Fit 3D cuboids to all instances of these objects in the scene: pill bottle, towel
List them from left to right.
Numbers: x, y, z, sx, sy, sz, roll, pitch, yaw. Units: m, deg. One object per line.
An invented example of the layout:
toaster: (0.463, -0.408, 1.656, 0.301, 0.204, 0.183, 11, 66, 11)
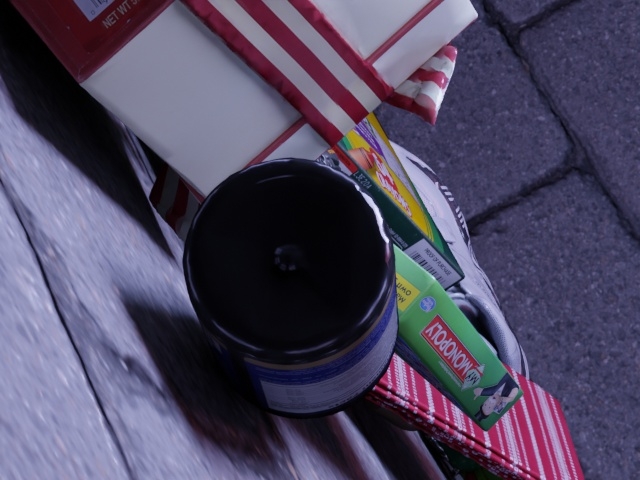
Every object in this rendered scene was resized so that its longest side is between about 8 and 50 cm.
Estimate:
pill bottle: (-0.013, 0.041, 1.203, 0.123, 0.123, 0.219, 60, -6, 17)
towel: (0.110, 0.127, 1.696, 0.275, 0.031, 0.199, 32, 21, -18)

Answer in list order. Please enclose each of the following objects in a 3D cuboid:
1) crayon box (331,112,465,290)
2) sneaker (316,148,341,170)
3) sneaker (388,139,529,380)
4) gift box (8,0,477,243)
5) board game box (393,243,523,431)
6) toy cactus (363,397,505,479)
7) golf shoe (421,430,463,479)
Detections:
crayon box: (-0.021, -0.122, 1.972, 0.363, 0.106, 0.313, 44, 17, -55)
sneaker: (-0.019, -0.063, 1.693, 0.072, 0.077, 0.178, 55, -14, 5)
sneaker: (0.116, 0.045, 2.122, 0.366, 0.137, 0.210, 61, 5, -1)
gift box: (-0.068, -0.162, 1.276, 0.276, 0.255, 0.258, 55, 6, 31)
board game box: (0.000, 0.000, 1.467, 0.317, 0.046, 0.213, 40, -4, 34)
toy cactus: (0.100, 0.159, 1.777, 0.180, 0.112, 0.219, 23, 33, -45)
golf shoe: (0.140, 0.205, 1.928, 0.094, 0.077, 0.198, 30, 21, -45)
